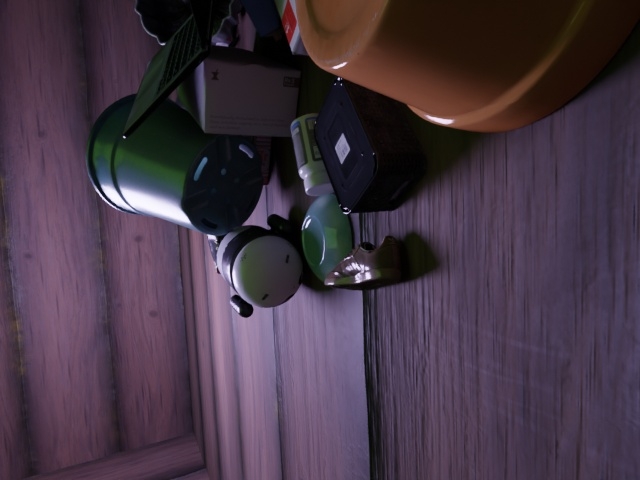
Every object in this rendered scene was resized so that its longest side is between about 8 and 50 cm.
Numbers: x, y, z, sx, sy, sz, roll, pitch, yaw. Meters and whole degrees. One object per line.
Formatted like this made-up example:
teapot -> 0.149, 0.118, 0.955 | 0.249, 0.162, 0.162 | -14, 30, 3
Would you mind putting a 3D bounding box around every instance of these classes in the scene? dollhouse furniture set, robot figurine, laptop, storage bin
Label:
dollhouse furniture set -> -0.109, -0.603, 0.918 | 0.303, 0.198, 0.286 | 60, -175, -19
robot figurine -> -0.149, 0.057, 0.998 | 0.278, 0.173, 0.209 | 23, 126, 61
laptop -> -0.344, -0.501, 0.839 | 0.408, 0.236, 0.382 | -34, 41, 21
storage bin -> 0.066, -0.141, 0.616 | 0.122, 0.084, 0.180 | -56, 45, 52

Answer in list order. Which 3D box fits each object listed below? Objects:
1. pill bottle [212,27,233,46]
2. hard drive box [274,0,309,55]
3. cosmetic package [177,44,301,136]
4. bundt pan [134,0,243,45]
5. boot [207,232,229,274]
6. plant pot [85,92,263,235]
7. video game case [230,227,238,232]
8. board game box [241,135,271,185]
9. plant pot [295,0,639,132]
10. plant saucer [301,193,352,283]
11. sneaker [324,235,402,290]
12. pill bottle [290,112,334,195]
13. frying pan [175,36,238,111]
pill bottle -> -0.324, -0.702, 1.312 | 0.087, 0.087, 0.160 | 20, 113, 62
hard drive box -> 0.008, -0.456, 0.673 | 0.232, 0.089, 0.181 | 124, 135, -53
cosmetic package -> -0.219, -0.382, 1.013 | 0.385, 0.217, 0.156 | -128, 41, -51
bundt pan -> -0.372, -0.717, 1.210 | 0.124, 0.330, 0.331 | -34, -56, -75
boot -> -0.344, -0.005, 1.430 | 0.236, 0.085, 0.179 | 114, 141, -55
plant pot -> -0.350, -0.182, 1.069 | 0.334, 0.341, 0.341 | 22, 118, 30
video game case -> -0.330, -0.015, 1.520 | 0.183, 0.023, 0.201 | 132, 129, -57
board game box -> -0.197, -0.258, 1.177 | 0.193, 0.045, 0.147 | 47, 135, 52
plant pot -> 0.106, -0.251, 0.379 | 0.291, 0.203, 0.291 | 22, 115, 61
plant saucer -> 0.000, 0.000, 0.830 | 0.195, 0.037, 0.195 | 23, 115, 61
sneaker -> 0.071, 0.042, 0.681 | 0.188, 0.066, 0.071 | -18, 61, 58
pill bottle -> -0.007, -0.158, 0.769 | 0.078, 0.078, 0.137 | -33, 65, 61
frying pan -> -0.368, -0.482, 1.294 | 0.326, 0.053, 0.197 | -35, 52, 29
